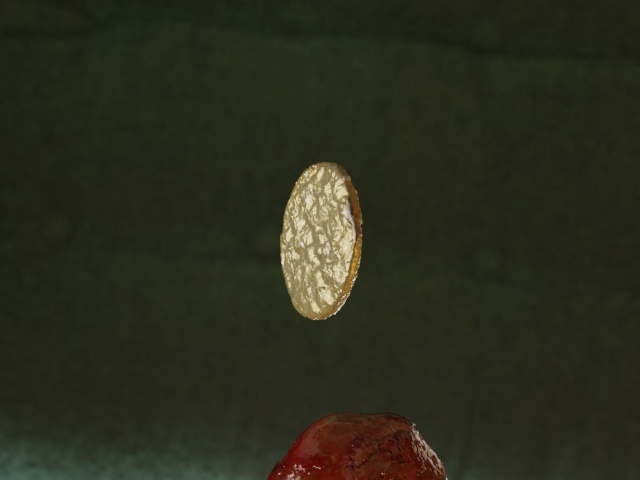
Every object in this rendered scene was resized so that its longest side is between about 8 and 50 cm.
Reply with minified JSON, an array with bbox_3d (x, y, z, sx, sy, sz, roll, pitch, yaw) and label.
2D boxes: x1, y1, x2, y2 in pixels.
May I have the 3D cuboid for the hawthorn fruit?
[{"bbox_3d":[0.033,0.266,1.929,0.181,0.235,0.181,4,112,11],"label":"hawthorn fruit"}]

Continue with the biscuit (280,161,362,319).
[{"bbox_3d":[0.000,0.000,1.444,0.015,0.120,0.120,4,160,-29],"label":"biscuit"}]
